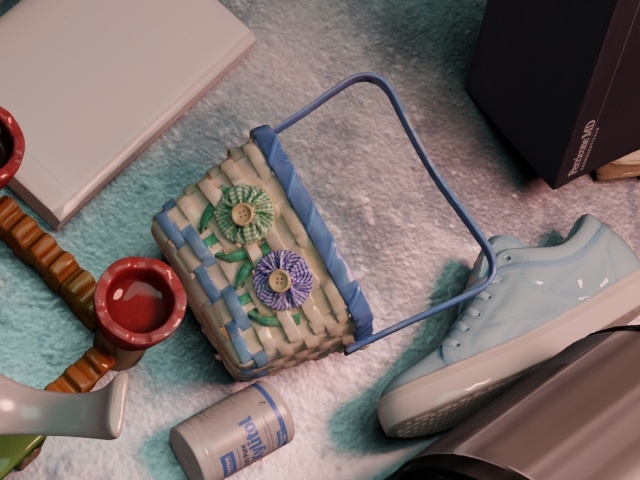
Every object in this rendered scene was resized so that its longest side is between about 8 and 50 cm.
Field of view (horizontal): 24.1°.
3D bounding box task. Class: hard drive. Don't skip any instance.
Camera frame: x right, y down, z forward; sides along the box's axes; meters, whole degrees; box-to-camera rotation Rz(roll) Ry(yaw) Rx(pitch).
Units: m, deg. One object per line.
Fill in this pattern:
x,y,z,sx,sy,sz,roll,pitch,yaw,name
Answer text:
-0.242,-0.182,1.582,0.203,0.040,0.307,43,65,2,hard drive

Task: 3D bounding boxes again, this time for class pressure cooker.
0.220,0.312,1.329,0.420,0.370,0.375,-29,49,-35,pressure cooker

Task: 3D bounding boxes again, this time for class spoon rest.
-0.300,0.123,1.224,0.276,0.084,0.137,11,68,-11,spoon rest

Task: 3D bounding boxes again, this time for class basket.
0.000,0.000,1.490,0.289,0.201,0.255,-30,79,-12,basket

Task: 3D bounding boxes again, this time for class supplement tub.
-0.086,0.190,1.469,0.107,0.071,0.071,-28,80,-23,supplement tub

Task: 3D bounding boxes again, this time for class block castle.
-0.374,0.108,1.338,0.303,0.213,0.453,45,65,4,block castle

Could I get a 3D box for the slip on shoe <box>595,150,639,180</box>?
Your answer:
0.376,-0.092,1.726,0.135,0.051,0.041,-5,111,-26,slip on shoe

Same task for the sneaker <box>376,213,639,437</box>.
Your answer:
0.183,0.081,1.566,0.366,0.135,0.150,-24,70,-31,sneaker

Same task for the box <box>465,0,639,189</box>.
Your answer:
0.354,-0.271,1.601,0.312,0.343,0.179,-24,59,-23,box
